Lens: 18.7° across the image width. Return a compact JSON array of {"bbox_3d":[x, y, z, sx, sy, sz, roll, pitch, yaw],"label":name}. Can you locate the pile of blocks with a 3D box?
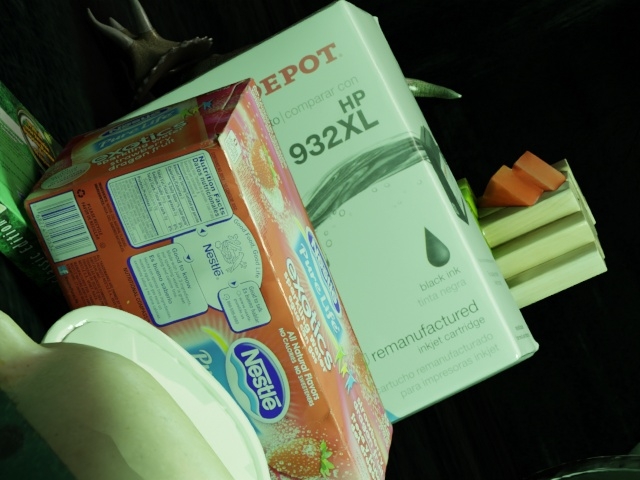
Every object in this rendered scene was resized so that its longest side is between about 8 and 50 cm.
[{"bbox_3d":[0.065,0.001,1.657,0.113,0.362,0.149,61,36,-24],"label":"pile of blocks"}]

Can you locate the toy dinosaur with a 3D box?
[{"bbox_3d":[-0.044,-0.116,1.662,0.160,0.313,0.121,76,23,-49],"label":"toy dinosaur"}]

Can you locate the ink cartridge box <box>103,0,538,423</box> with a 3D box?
[{"bbox_3d":[0.000,0.000,1.525,0.307,0.223,0.129,64,11,6],"label":"ink cartridge box"}]

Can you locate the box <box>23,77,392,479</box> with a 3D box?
[{"bbox_3d":[-0.060,0.050,1.175,0.123,0.128,0.257,-70,140,-67],"label":"box"}]

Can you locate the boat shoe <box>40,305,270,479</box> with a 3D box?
[{"bbox_3d":[-0.069,0.183,1.072,0.319,0.116,0.099,55,-34,-7],"label":"boat shoe"}]

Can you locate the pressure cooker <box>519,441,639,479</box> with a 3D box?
[{"bbox_3d":[0.258,0.360,1.514,0.375,0.370,0.420,48,1,21],"label":"pressure cooker"}]

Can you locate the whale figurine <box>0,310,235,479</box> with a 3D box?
[{"bbox_3d":[-0.119,0.121,0.826,0.272,0.141,0.216,33,-20,52],"label":"whale figurine"}]

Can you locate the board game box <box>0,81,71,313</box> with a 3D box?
[{"bbox_3d":[-0.175,-0.026,1.193,0.260,0.030,0.136,52,16,-54],"label":"board game box"}]
